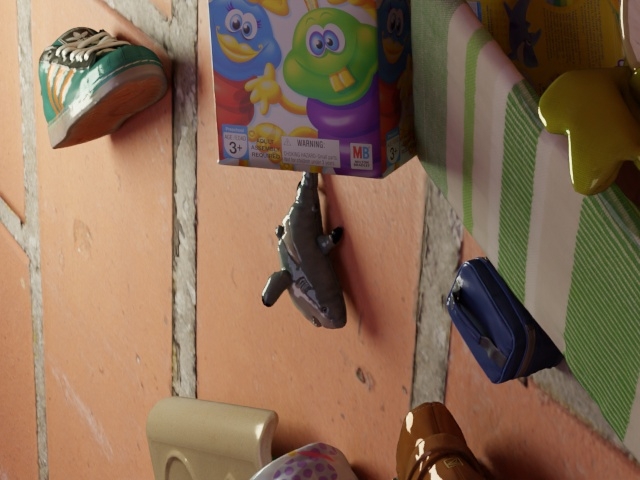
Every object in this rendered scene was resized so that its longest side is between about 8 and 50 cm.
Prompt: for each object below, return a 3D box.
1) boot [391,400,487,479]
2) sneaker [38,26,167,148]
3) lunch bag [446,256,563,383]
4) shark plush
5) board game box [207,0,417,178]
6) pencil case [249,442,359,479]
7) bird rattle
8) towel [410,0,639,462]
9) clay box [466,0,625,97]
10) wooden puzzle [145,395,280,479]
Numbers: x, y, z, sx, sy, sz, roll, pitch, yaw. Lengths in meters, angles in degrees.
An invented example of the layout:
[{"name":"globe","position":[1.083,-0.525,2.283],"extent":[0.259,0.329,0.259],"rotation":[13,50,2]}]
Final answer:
[{"name":"boot","position":[0.112,0.291,1.396],"extent":[0.220,0.109,0.283],"rotation":[-113,10,-50]},{"name":"sneaker","position":[-0.261,-0.188,1.931],"extent":[0.302,0.108,0.121],"rotation":[-20,87,65]},{"name":"lunch bag","position":[0.137,0.054,1.292],"extent":[0.098,0.065,0.067],"rotation":[58,148,33]},{"name":"shark plush","position":[0.000,0.000,1.593],"extent":[0.067,0.073,0.161],"rotation":[1,82,44]},{"name":"board game box","position":[0.008,-0.202,1.294],"extent":[0.142,0.144,0.275],"rotation":[6,111,25]},{"name":"pencil case","position":[0.026,0.320,1.576],"extent":[0.273,0.113,0.124],"rotation":[60,144,33]},{"name":"bird rattle","position":[0.230,-0.140,0.969],"extent":[0.207,0.143,0.254],"rotation":[11,98,29]},{"name":"towel","position":[0.158,-0.009,1.140],"extent":[0.325,0.038,0.248],"rotation":[56,167,27]},{"name":"clay box","position":[0.168,-0.143,1.157],"extent":[0.222,0.053,0.127],"rotation":[16,116,59]},{"name":"wooden puzzle","position":[-0.081,0.346,1.855],"extent":[0.322,0.080,0.348],"rotation":[-3,94,63]}]
